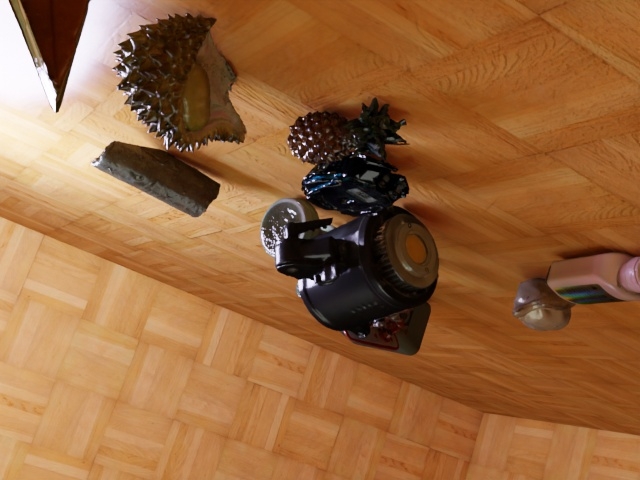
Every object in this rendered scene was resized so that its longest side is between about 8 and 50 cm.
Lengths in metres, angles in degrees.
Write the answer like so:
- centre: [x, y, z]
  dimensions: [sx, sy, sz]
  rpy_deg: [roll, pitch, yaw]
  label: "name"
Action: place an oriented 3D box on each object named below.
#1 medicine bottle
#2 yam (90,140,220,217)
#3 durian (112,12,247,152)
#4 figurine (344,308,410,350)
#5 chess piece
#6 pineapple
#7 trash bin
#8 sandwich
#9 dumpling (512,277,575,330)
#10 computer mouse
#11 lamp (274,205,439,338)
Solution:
- centre: [0.521, 0.069, 1.583]
  dimensions: [0.115, 0.078, 0.219]
  rpy_deg: [25, 164, -18]
  label: "medicine bottle"
- centre: [-0.344, -0.139, 1.829]
  dimensions: [0.259, 0.106, 0.106]
  rpy_deg: [30, 162, -27]
  label: "yam"
- centre: [-0.207, -0.226, 1.316]
  dimensions: [0.172, 0.166, 0.306]
  rpy_deg: [45, 172, 28]
  label: "durian"
- centre: [0.173, 0.116, 1.980]
  dimensions: [0.183, 0.160, 0.226]
  rpy_deg: [18, 131, -41]
  label: "figurine"
- centre: [0.000, 0.000, 1.922]
  dimensions: [0.139, 0.139, 0.272]
  rpy_deg: [7, 172, 38]
  label: "chess piece"
- centre: [0.026, -0.161, 1.330]
  dimensions: [0.221, 0.083, 0.103]
  rpy_deg: [0, 158, 45]
  label: "pineapple"
- centre: [0.113, 0.167, 2.291]
  dimensions: [0.223, 0.158, 0.343]
  rpy_deg: [8, 162, 35]
  label: "trash bin"
- centre: [-0.399, -0.291, 1.186]
  dimensions: [0.144, 0.187, 0.117]
  rpy_deg: [16, 166, -14]
  label: "sandwich"
- centre: [0.476, 0.134, 1.829]
  dimensions: [0.136, 0.118, 0.199]
  rpy_deg: [-12, 178, 37]
  label: "dumpling"
- centre: [0.057, -0.106, 1.508]
  dimensions: [0.146, 0.077, 0.242]
  rpy_deg: [28, 159, -34]
  label: "computer mouse"
- centre: [0.104, 0.058, 1.719]
  dimensions: [0.272, 0.205, 0.374]
  rpy_deg: [-13, 156, 26]
  label: "lamp"
